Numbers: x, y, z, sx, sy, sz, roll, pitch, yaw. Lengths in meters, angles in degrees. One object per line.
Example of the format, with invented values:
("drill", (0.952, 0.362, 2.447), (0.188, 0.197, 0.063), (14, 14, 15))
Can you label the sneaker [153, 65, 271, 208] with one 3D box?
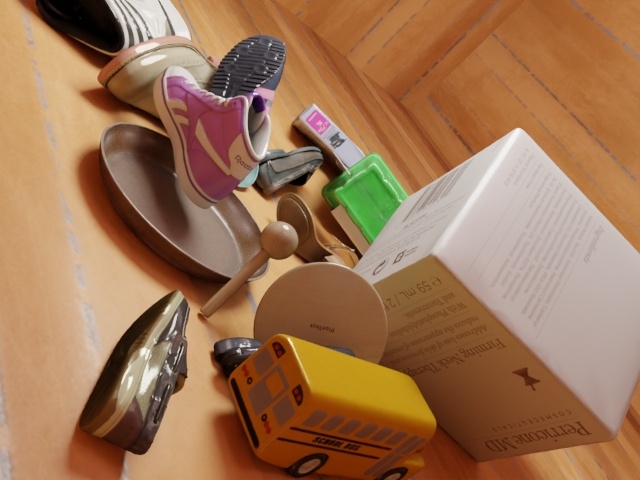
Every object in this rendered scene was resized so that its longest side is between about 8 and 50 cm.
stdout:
("sneaker", (-0.154, -0.194, 1.214), (0.102, 0.161, 0.282), (27, 32, -50))

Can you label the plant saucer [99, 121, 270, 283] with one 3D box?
("plant saucer", (-0.204, -0.046, 1.167), (0.310, 0.050, 0.311), (41, 18, -16))

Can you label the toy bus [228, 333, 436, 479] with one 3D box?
("toy bus", (0.033, 0.220, 0.993), (0.332, 0.130, 0.108), (26, 27, -47))

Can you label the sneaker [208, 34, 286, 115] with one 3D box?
("sneaker", (-0.143, -0.230, 1.420), (0.112, 0.131, 0.319), (15, 56, 11))

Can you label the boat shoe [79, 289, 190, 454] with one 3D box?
("boat shoe", (-0.173, 0.133, 0.814), (0.073, 0.080, 0.223), (47, 22, -15))

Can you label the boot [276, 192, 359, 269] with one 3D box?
("boot", (0.000, 0.000, 1.498), (0.197, 0.073, 0.152), (62, 22, 9))

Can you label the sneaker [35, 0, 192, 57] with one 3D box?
("sneaker", (-0.426, -0.502, 1.449), (0.448, 0.169, 0.257), (54, 17, 16))

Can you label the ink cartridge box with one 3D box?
("ink cartridge box", (0.063, -0.216, 2.031), (0.311, 0.065, 0.186), (46, -2, -9))

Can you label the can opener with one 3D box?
("can opener", (-0.040, 0.150, 1.006), (0.186, 0.059, 0.073), (4, 52, -21))

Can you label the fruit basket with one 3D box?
("fruit basket", (0.119, -0.052, 1.801), (0.327, 0.165, 0.353), (54, -3, -1))

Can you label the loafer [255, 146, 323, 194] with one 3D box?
("loafer", (-0.067, -0.139, 1.645), (0.267, 0.096, 0.084), (-15, 83, -62))

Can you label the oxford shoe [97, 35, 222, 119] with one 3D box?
("oxford shoe", (-0.235, -0.259, 1.419), (0.147, 0.140, 0.397), (58, 22, 8))

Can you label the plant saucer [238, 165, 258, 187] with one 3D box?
("plant saucer", (-0.160, -0.154, 1.474), (0.119, 0.021, 0.119), (26, 58, -51))

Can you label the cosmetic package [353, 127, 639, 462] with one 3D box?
("cosmetic package", (0.294, 0.102, 1.324), (0.393, 0.329, 0.327), (44, 55, -8))

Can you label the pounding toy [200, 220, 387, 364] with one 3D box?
("pounding toy", (-0.027, 0.103, 1.109), (0.237, 0.183, 0.110), (41, -7, -7))
